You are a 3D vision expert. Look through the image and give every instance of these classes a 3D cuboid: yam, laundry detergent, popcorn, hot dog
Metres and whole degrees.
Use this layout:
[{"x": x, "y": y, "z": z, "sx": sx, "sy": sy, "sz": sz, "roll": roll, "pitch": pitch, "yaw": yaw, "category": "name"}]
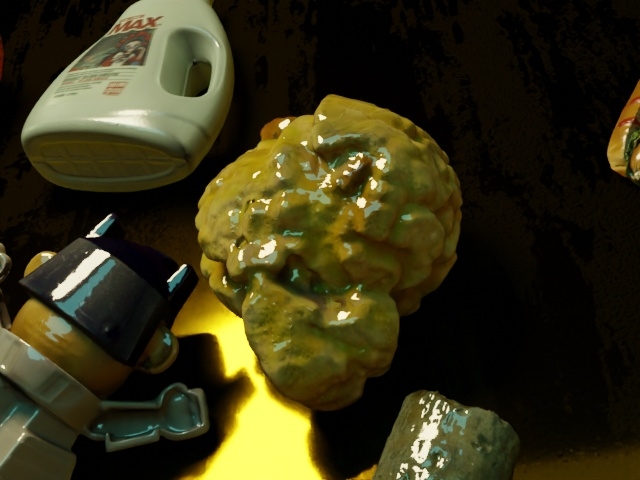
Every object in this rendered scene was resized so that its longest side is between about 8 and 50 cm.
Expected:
[{"x": 0.084, "y": 0.227, "z": 0.685, "sx": 0.107, "sy": 0.107, "sz": 0.194, "roll": 11, "pitch": 54, "yaw": 26, "category": "yam"}, {"x": -0.225, "y": -0.244, "z": 1.210, "sx": 0.264, "sy": 0.124, "sz": 0.397, "roll": 1, "pitch": 47, "yaw": 20, "category": "laundry detergent"}, {"x": 0.000, "y": 0.000, "z": 0.850, "sx": 0.265, "sy": 0.225, "sz": 0.332, "roll": 6, "pitch": 63, "yaw": 17, "category": "popcorn"}, {"x": 0.396, "y": -0.154, "z": 0.953, "sx": 0.104, "sy": 0.076, "sz": 0.250, "roll": 20, "pitch": 55, "yaw": 31, "category": "hot dog"}]

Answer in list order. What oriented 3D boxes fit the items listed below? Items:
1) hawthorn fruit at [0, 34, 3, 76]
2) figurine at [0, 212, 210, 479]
[{"x": -0.601, "y": -0.232, "z": 1.247, "sx": 0.276, "sy": 0.276, "sz": 0.307, "roll": -6, "pitch": 76, "yaw": 13, "category": "hawthorn fruit"}, {"x": -0.244, "y": 0.111, "z": 0.841, "sx": 0.308, "sy": 0.308, "sz": 0.143, "roll": -38, "pitch": 8, "yaw": -17, "category": "figurine"}]
